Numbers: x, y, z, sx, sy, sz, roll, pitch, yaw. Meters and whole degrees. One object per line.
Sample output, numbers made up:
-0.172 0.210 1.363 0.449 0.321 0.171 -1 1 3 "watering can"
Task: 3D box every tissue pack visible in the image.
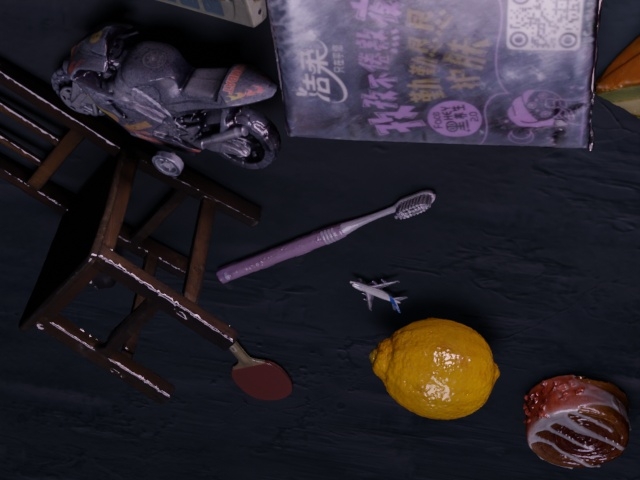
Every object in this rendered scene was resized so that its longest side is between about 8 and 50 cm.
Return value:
0.127 -0.224 1.492 0.361 0.122 0.259 3 136 11 "tissue pack"

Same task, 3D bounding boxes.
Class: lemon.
0.160 0.177 1.900 0.187 0.142 0.142 10 138 -2 "lemon"

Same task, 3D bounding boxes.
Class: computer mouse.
-0.320 0.032 1.906 0.079 0.047 0.135 14 140 -3 "computer mouse"

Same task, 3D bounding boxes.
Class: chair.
-0.308 -0.011 1.714 0.416 0.240 0.203 29 137 -21 "chair"

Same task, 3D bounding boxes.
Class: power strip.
-0.138 -0.284 1.464 0.227 0.029 0.080 21 142 32 "power strip"

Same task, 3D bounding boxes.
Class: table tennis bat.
-0.102 0.196 2.067 0.087 0.013 0.156 -13 134 27 "table tennis bat"

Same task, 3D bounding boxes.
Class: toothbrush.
0.000 0.000 1.820 0.354 0.029 0.024 -20 116 30 "toothbrush"

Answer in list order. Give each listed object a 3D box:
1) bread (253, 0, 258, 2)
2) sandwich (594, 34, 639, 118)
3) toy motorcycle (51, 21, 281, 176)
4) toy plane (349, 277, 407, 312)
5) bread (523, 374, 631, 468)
0.008 -0.352 1.259 0.114 0.275 0.185 29 145 43 "bread"
0.413 -0.213 1.521 0.117 0.144 0.187 26 171 -17 "sandwich"
-0.188 -0.173 1.601 0.307 0.108 0.173 16 148 14 "toy motorcycle"
0.078 0.072 1.887 0.084 0.024 0.078 30 135 -11 "toy plane"
0.376 0.268 2.005 0.160 0.073 0.160 6 138 5 "bread"
